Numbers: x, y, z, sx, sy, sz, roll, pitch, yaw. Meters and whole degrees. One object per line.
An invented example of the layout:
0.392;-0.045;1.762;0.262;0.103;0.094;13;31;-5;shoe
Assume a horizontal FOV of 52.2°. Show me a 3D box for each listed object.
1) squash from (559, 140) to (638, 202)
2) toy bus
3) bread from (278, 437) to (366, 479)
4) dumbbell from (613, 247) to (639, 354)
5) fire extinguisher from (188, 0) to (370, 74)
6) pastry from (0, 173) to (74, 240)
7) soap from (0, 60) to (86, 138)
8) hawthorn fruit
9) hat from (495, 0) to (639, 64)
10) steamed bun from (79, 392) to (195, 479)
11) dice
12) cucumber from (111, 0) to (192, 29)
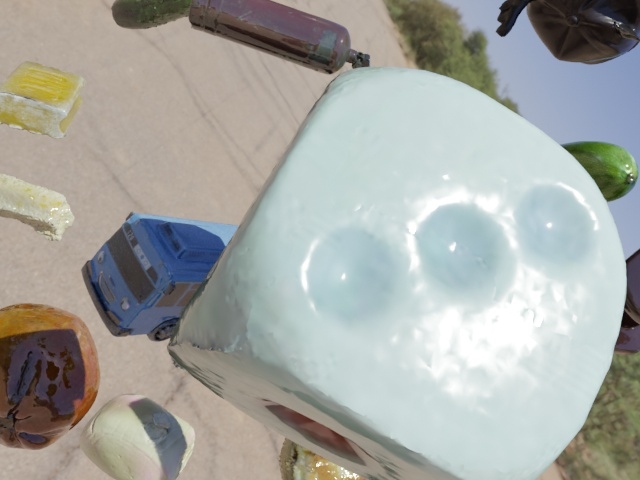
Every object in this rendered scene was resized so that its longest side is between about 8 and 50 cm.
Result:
0.362;-0.092;1.070;0.107;0.107;0.395;57;-19;-5;squash
-0.157;0.043;0.813;0.234;0.133;0.116;7;42;-54;toy bus
0.036;0.531;1.614;0.305;0.305;0.159;55;-22;-14;bread
0.498;0.093;1.012;0.124;0.140;0.225;50;-8;19;dumbbell
-0.046;-0.281;0.914;0.268;0.089;0.072;17;53;-7;fire extinguisher
-0.737;-0.089;1.601;0.258;0.089;0.121;24;68;-15;pastry
-0.684;-0.348;1.605;0.174;0.089;0.274;13;26;-17;soap
-0.550;0.233;1.244;0.277;0.277;0.298;51;25;-26;hawthorn fruit
0.439;-0.368;1.121;0.238;0.209;0.336;33;-13;20;hat
-0.394;0.420;1.417;0.239;0.152;0.170;24;36;12;steamed bun
0.055;0.043;0.541;0.268;0.262;0.264;32;-22;-5;dice
-0.234;-0.379;1.035;0.069;0.227;0.069;-4;90;-68;cucumber
